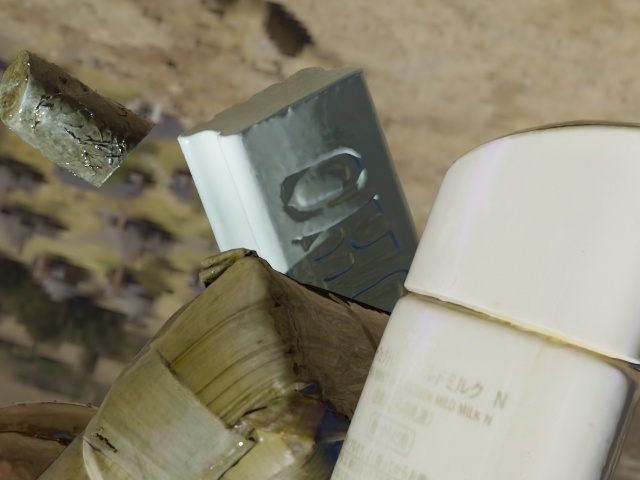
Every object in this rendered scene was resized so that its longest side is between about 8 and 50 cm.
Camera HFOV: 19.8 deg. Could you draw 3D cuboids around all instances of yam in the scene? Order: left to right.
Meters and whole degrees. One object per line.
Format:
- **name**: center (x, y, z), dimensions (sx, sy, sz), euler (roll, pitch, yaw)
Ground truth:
- **yam**: center (-0.292, -0.138, 2.142), dimensions (0.183, 0.107, 0.107), euler (33, 160, -20)

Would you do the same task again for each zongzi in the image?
- **zongzi**: center (-0.040, 0.242, 1.491), dimensions (0.467, 0.218, 0.500), euler (-39, 143, 25)

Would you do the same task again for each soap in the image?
- **soap**: center (0.000, 0.000, 1.570), dimensions (0.160, 0.265, 0.087), euler (-30, -159, -32)

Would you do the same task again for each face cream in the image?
- **face cream**: center (0.052, 0.115, 0.758), dimensions (0.081, 0.348, 0.173), euler (22, 177, -22)

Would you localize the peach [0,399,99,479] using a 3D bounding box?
- **peach**: center (-0.231, 0.283, 1.616), dimensions (0.292, 0.292, 0.247), euler (22, 129, -31)
